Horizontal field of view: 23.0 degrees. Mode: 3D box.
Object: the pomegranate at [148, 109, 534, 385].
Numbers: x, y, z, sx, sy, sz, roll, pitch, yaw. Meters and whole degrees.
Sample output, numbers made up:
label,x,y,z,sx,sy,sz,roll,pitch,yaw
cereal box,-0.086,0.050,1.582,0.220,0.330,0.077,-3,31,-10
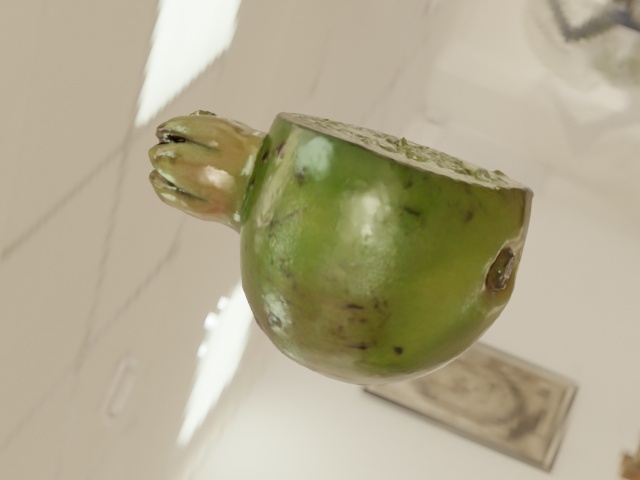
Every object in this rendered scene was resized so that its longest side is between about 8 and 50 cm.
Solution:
label,x,y,z,sx,sy,sz,roll,pitch,yaw
pomegranate,0.007,0.004,0.999,0.190,0.240,0.159,-137,65,-71
